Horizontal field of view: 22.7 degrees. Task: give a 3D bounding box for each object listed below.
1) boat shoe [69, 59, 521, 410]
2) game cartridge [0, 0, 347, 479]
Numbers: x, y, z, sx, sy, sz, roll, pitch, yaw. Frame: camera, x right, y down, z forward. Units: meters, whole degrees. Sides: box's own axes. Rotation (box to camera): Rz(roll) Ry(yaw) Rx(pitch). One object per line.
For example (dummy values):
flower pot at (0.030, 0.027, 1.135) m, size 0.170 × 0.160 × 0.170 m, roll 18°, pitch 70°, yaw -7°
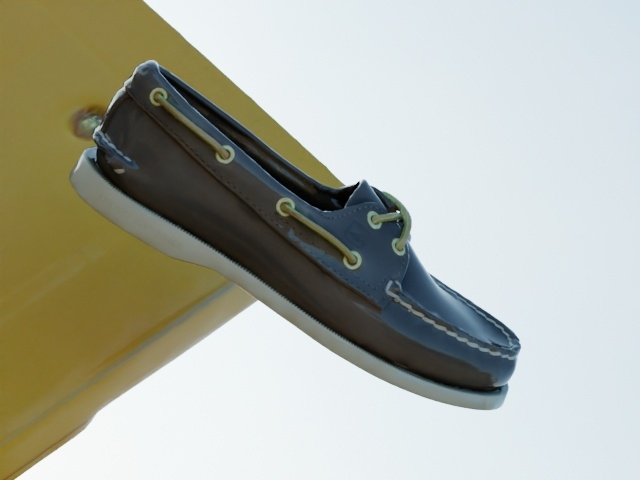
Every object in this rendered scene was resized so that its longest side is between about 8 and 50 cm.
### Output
boat shoe at (0.000, 0.000, 0.727) m, size 0.228 × 0.068 × 0.081 m, roll 29°, pitch 14°, yaw -6°
game cartridge at (-0.190, -0.013, 0.905) m, size 0.285 × 0.324 × 0.052 m, roll 44°, pitch -23°, yaw 27°
